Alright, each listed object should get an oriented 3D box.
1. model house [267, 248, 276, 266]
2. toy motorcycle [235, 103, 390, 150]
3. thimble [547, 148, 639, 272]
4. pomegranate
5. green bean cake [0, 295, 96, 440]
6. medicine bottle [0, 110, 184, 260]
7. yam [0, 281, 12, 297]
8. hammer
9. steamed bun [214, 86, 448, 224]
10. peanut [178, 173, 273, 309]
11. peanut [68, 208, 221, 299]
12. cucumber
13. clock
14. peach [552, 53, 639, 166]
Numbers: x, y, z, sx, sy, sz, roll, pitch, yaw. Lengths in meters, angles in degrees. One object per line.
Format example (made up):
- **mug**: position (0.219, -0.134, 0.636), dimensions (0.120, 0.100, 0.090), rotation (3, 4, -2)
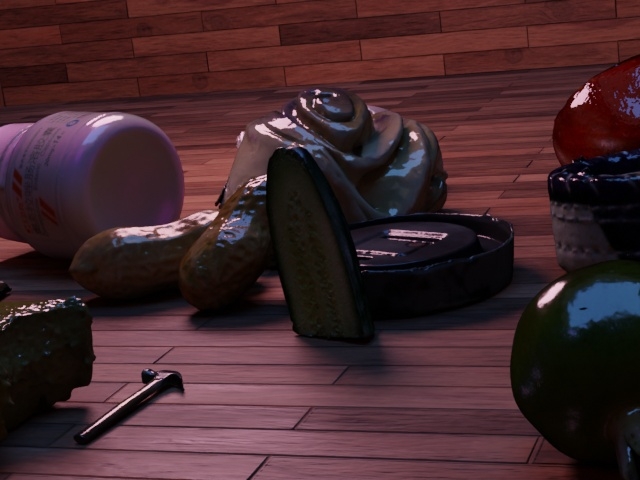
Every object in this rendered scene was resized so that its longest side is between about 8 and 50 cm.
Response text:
- **model house**: position (-0.062, 0.004, 1.954), dimensions (0.083, 0.078, 0.066), rotation (7, 21, 40)
- **toy motorcycle**: position (0.023, -0.162, 2.350), dimensions (0.341, 0.222, 0.107), rotation (-6, 53, -3)
- **thimble**: position (0.420, -0.042, 1.770), dimensions (0.237, 0.150, 0.237), rotation (-7, 12, 2)
- **pomegranate**: position (0.260, 0.127, 1.148), dimensions (0.187, 0.187, 0.225), rotation (-7, 38, -2)
- **green bean cake**: position (-0.378, 0.148, 1.422), dimensions (0.233, 0.124, 0.236), rotation (-2, 14, 23)
- **medicine bottle**: position (-0.396, -0.087, 2.140), dimensions (0.302, 0.241, 0.241), rotation (5, 18, 40)
- **yam**: position (-0.491, 0.083, 1.946), dimensions (0.033, 0.027, 0.129), rotation (-2, 14, 13)
- **hammer**: position (-0.207, 0.179, 1.445), dimensions (0.062, 0.017, 0.182), rotation (0, 17, 25)
- **steamed bun**: position (0.021, -0.125, 2.105), dimensions (0.394, 0.237, 0.347), rotation (-13, 16, -27)
- **peanut**: position (-0.105, 0.001, 1.803), dimensions (0.108, 0.095, 0.226), rotation (10, 58, 49)
- **peanut**: position (-0.222, 0.019, 1.903), dimensions (0.275, 0.111, 0.125), rotation (-8, 9, -6)
- **cucumber**: position (0.000, 0.000, 1.625), dimensions (0.115, 0.243, 0.063), rotation (-11, 4, 40)
- **clock**: position (0.102, 0.028, 1.802), dimensions (0.325, 0.067, 0.325), rotation (-7, 13, 2)
- **peach**: position (0.486, -0.150, 1.979), dimensions (0.275, 0.248, 0.245), rotation (-10, 24, 7)
